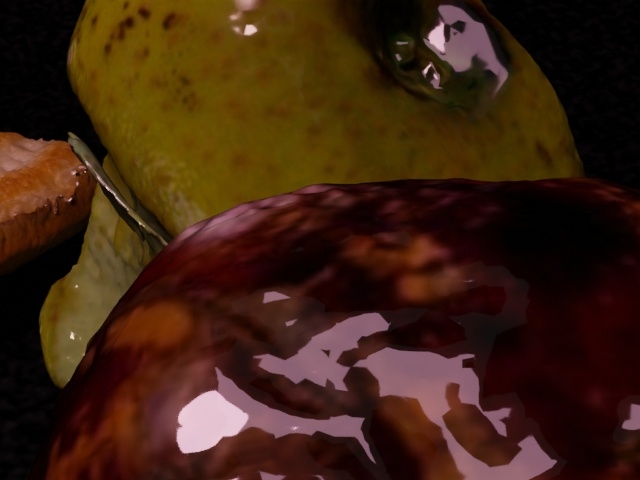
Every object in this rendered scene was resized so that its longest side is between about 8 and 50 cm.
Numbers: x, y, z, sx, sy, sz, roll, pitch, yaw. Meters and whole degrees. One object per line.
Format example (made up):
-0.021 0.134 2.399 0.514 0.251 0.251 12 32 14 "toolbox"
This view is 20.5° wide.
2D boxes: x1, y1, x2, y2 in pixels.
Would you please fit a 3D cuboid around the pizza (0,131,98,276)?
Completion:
-0.217 -0.018 0.848 0.199 0.062 0.188 26 32 34 "pizza"

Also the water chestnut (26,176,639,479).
0.054 0.156 0.495 0.347 0.335 0.335 21 32 -27 "water chestnut"

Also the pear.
0.000 0.000 0.689 0.164 0.255 0.238 -24 52 -31 "pear"
